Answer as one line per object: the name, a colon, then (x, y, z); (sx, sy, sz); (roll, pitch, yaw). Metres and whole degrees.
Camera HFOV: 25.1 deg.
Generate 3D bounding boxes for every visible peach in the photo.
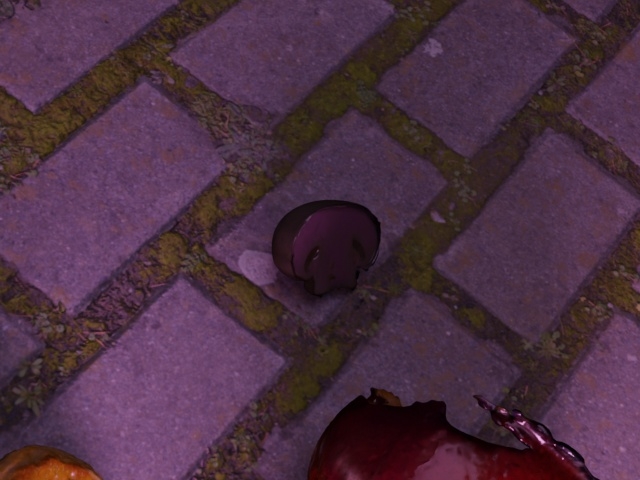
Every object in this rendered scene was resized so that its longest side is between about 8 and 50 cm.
peach: (0.186, 0.364, 1.946); (0.417, 0.339, 0.353); (-10, 99, -27)

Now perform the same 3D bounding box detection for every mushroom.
mushroom: (0.000, 0.000, 2.256); (0.188, 0.141, 0.117); (-9, 26, -36)

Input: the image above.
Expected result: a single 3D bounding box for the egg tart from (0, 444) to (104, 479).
egg tart: (-0.350, 0.424, 1.776); (0.341, 0.132, 0.341); (37, 44, -46)
